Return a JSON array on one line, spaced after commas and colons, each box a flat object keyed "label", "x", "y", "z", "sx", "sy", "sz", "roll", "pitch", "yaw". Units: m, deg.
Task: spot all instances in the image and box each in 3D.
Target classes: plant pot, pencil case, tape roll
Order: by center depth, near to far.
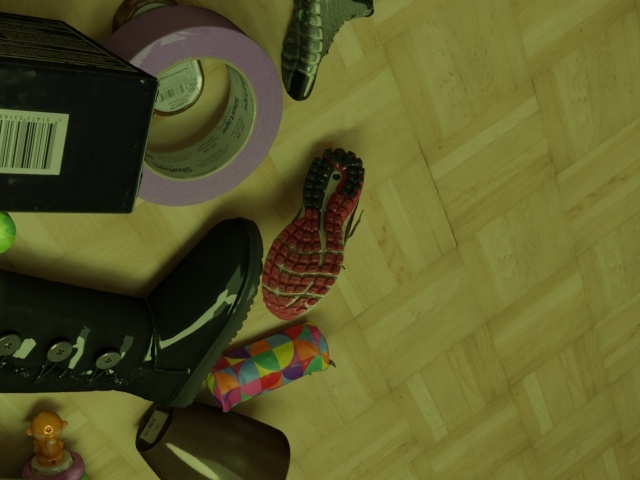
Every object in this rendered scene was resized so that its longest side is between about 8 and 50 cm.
[{"label": "tape roll", "x": -0.194, "y": -0.188, "z": 1.401, "sx": 0.275, "sy": 0.090, "sz": 0.275, "roll": -18, "pitch": 129, "yaw": -24}, {"label": "plant pot", "x": -0.211, "y": 0.384, "z": 1.771, "sx": 0.230, "sy": 0.215, "sz": 0.215, "roll": 38, "pitch": 96, "yaw": -28}, {"label": "pencil case", "x": -0.093, "y": 0.230, "z": 1.795, "sx": 0.236, "sy": 0.104, "sz": 0.104, "roll": -18, "pitch": 128, "yaw": -20}]

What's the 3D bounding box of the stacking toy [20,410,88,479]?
[{"label": "stacking toy", "x": -0.452, "y": 0.419, "z": 1.672, "sx": 0.175, "sy": 0.166, "sz": 0.302, "roll": -10, "pitch": 114, "yaw": -18}]

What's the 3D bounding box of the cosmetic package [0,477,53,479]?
[{"label": "cosmetic package", "x": -0.613, "y": 0.484, "z": 1.479, "sx": 0.453, "sy": 0.161, "sz": 0.230, "roll": 9, "pitch": 96, "yaw": -20}]

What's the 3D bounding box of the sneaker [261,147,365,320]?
[{"label": "sneaker", "x": 0.000, "y": 0.000, "z": 1.608, "sx": 0.112, "sy": 0.121, "sz": 0.299, "roll": 88, "pitch": 25, "yaw": -65}]

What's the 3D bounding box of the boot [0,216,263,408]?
[{"label": "boot", "x": -0.345, "y": 0.089, "z": 1.519, "sx": 0.445, "sy": 0.146, "sz": 0.367, "roll": 15, "pitch": 109, "yaw": -34}]

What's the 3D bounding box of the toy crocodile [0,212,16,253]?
[{"label": "toy crocodile", "x": -0.528, "y": 0.002, "z": 1.347, "sx": 0.340, "sy": 0.115, "sz": 0.105, "roll": -41, "pitch": 128, "yaw": -5}]

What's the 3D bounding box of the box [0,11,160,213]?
[{"label": "box", "x": -0.397, "y": -0.162, "z": 1.172, "sx": 0.296, "sy": 0.294, "sz": 0.183, "roll": 0, "pitch": 114, "yaw": -37}]

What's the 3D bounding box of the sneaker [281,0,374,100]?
[{"label": "sneaker", "x": 0.021, "y": -0.321, "z": 1.500, "sx": 0.132, "sy": 0.086, "sz": 0.229, "roll": -8, "pitch": 123, "yaw": -31}]

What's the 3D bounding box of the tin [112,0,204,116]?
[{"label": "tin", "x": -0.228, "y": -0.265, "z": 1.411, "sx": 0.106, "sy": 0.040, "sz": 0.190, "roll": -30, "pitch": 132, "yaw": -18}]
